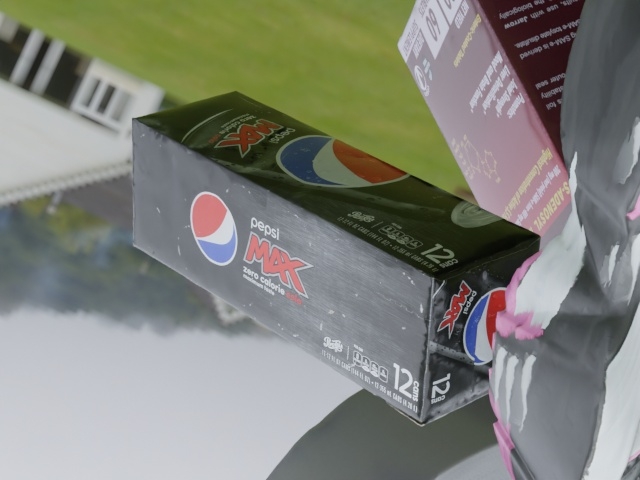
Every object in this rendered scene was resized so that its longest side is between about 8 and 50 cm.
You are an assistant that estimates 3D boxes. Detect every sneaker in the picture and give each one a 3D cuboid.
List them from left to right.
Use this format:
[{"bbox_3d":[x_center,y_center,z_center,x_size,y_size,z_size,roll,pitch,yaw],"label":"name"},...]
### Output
[{"bbox_3d":[0.102,0.013,0.484,0.077,0.178,0.072,1,-145,-17],"label":"sneaker"}]

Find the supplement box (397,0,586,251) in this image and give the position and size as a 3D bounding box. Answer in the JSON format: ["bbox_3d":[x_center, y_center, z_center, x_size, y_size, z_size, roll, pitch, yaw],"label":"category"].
[{"bbox_3d":[0.127,-0.033,0.859,0.239,0.073,0.130,64,165,15],"label":"supplement box"}]

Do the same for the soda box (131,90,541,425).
[{"bbox_3d":[0.000,0.000,0.645,0.053,0.060,0.169,-19,-146,-38],"label":"soda box"}]

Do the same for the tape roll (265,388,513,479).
[{"bbox_3d":[0.061,0.162,0.775,0.219,0.219,0.072,22,-170,-37],"label":"tape roll"}]
